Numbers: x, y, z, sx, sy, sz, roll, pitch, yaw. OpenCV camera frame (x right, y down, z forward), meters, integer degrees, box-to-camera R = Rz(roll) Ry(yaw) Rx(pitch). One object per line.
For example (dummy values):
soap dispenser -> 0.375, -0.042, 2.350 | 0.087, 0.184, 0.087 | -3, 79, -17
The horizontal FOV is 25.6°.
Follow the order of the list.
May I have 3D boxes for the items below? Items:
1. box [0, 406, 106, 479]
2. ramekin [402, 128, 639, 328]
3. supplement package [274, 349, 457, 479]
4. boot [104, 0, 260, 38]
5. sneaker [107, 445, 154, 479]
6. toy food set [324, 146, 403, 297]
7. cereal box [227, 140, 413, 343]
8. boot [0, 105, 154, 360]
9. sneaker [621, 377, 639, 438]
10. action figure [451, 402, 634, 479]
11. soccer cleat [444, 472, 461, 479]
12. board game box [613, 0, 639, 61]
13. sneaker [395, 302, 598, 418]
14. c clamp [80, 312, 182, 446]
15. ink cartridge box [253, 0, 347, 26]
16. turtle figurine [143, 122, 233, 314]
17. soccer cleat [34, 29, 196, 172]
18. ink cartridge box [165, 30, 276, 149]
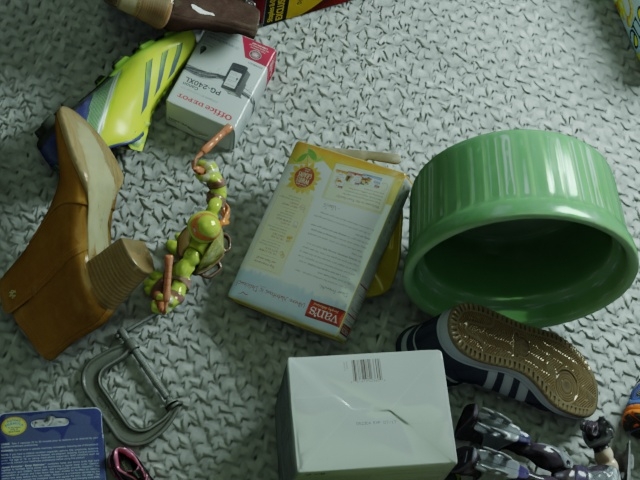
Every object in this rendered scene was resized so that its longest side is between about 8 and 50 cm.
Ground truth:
box -> -0.334, 0.324, 1.762 | 0.136, 0.036, 0.225 | -3, 68, -9
ramekin -> 0.256, -0.014, 1.851 | 0.303, 0.303, 0.148 | 3, 59, -6
supplement package -> 0.048, 0.241, 1.756 | 0.194, 0.203, 0.149 | -2, 66, -9
boot -> -0.203, -0.355, 2.033 | 0.207, 0.090, 0.248 | 10, 25, -19
sneaker -> -0.228, 0.307, 1.773 | 0.047, 0.057, 0.119 | -36, 76, -22
toy food set -> 0.060, -0.017, 1.940 | 0.128, 0.071, 0.218 | -1, 71, 20
cereal box -> 0.000, 0.000, 1.888 | 0.173, 0.047, 0.240 | 20, 79, 24
boot -> -0.348, -0.010, 1.842 | 0.211, 0.104, 0.295 | -36, 63, 20
sneaker -> 0.518, 0.233, 1.889 | 0.221, 0.083, 0.087 | 16, 57, -4
action figure -> 0.308, 0.305, 1.811 | 0.285, 0.099, 0.185 | 21, 54, -9
soccer cleat -> 0.157, 0.367, 1.795 | 0.072, 0.060, 0.179 | -5, 67, 2
board game box -> 0.533, -0.398, 2.136 | 0.144, 0.142, 0.275 | -12, 68, -13
sneaker -> 0.230, 0.172, 1.880 | 0.282, 0.153, 0.099 | 28, 57, -28
c clamp -> -0.238, 0.185, 1.845 | 0.137, 0.022, 0.161 | -26, 71, -17
ink cartridge box -> -0.035, -0.451, 1.997 | 0.272, 0.309, 0.130 | -19, 70, -14
turtle figurine -> -0.159, -0.003, 1.828 | 0.087, 0.217, 0.269 | 19, 68, -10
soccer cleat -> -0.271, -0.189, 1.983 | 0.289, 0.093, 0.121 | -44, 98, -24
ink cartridge box -> -0.142, -0.220, 2.015 | 0.109, 0.063, 0.150 | 23, 65, 4
